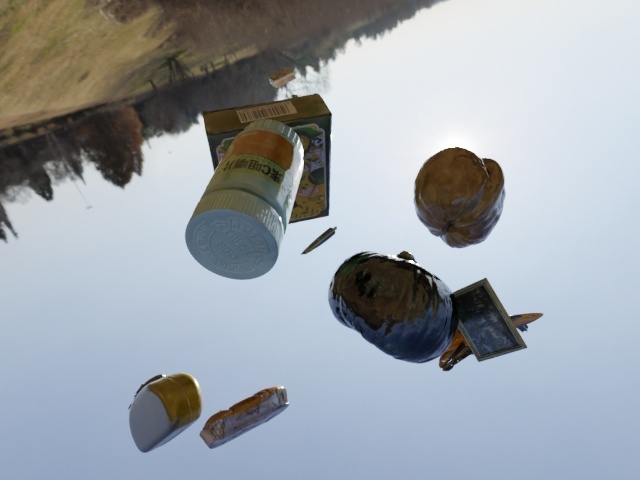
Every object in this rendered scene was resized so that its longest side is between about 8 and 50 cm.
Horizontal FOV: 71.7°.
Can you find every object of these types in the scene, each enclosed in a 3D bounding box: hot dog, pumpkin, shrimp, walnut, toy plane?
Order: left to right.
[{"bbox_3d":[-0.606,0.531,1.548,0.056,0.065,0.165,11,-140,36],"label":"shrimp"},{"bbox_3d":[-0.199,0.474,1.211,0.267,0.144,0.075,-8,-129,-42],"label":"hot dog"},{"bbox_3d":[0.175,0.141,1.062,0.315,0.315,0.239,23,-93,58],"label":"pumpkin"},{"bbox_3d":[0.421,-0.137,1.345,0.285,0.296,0.285,-46,-158,25],"label":"walnut"},{"bbox_3d":[0.474,0.253,1.261,0.315,0.103,0.205,-19,-134,31],"label":"toy plane"}]

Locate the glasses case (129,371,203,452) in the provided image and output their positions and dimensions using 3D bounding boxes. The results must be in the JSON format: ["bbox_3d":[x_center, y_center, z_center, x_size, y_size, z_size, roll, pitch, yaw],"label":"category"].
[{"bbox_3d":[-0.479,0.523,1.378,0.141,0.173,0.371,-14,157,-46],"label":"glasses case"}]

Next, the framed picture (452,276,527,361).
[{"bbox_3d":[0.389,0.196,1.070,0.011,0.183,0.142,-19,168,-42],"label":"framed picture"}]

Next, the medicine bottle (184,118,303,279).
[{"bbox_3d":[-0.123,-0.093,0.821,0.157,0.158,0.318,-13,-143,19],"label":"medicine bottle"}]

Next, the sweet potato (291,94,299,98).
[{"bbox_3d":[-0.046,-0.454,1.577,0.044,0.179,0.044,-29,-136,33],"label":"sweet potato"}]

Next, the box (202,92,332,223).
[{"bbox_3d":[-0.157,-0.234,1.437,0.372,0.421,0.138,-13,-134,-13],"label":"box"}]

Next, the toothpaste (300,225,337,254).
[{"bbox_3d":[0.000,0.000,1.808,0.197,0.035,0.057,-39,-165,-26],"label":"toothpaste"}]

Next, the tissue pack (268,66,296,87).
[{"bbox_3d":[-0.137,-0.580,1.580,0.083,0.035,0.063,-29,-137,-7],"label":"tissue pack"}]
